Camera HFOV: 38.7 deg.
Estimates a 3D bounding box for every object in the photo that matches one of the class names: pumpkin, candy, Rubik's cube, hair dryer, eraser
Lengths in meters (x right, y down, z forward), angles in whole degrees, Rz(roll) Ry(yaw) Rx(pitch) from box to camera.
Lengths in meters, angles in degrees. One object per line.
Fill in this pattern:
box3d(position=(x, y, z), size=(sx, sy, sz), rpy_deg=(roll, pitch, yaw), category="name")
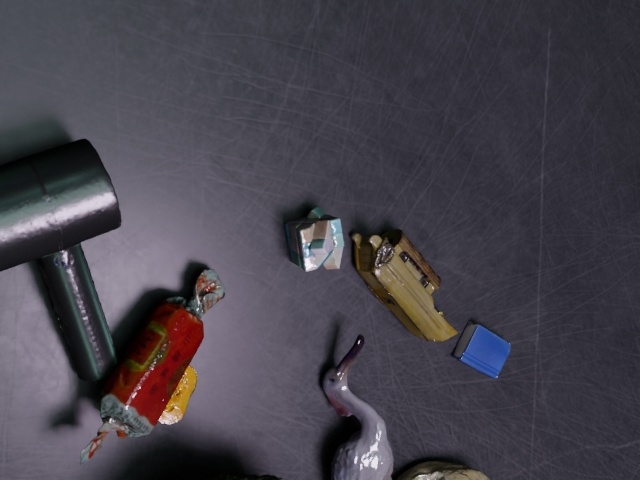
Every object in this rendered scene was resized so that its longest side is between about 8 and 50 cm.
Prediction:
box3d(position=(-0.193, 0.199, 1.190), size=(0.050, 0.028, 0.083), rpy_deg=(39, 72, -27), category="pumpkin")
box3d(position=(-0.207, 0.156, 1.136), size=(0.292, 0.059, 0.086), rpy_deg=(-60, 148, -19), category="candy")
box3d(position=(-0.001, 0.001, 1.233), size=(0.073, 0.084, 0.075), rpy_deg=(-15, 122, -22), category="Rubik's cube")
box3d(position=(-0.338, 0.060, 1.051), size=(0.244, 0.116, 0.302), rpy_deg=(-23, 116, -21), category="hair dryer")
box3d(position=(0.255, 0.173, 1.435), size=(0.085, 0.027, 0.063), rpy_deg=(31, 82, -30), category="eraser")

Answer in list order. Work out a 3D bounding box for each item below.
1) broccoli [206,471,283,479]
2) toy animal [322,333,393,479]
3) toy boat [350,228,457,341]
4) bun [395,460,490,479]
box3d(position=(-0.109, 0.431, 1.133), size=(0.298, 0.297, 0.297), rpy_deg=(-26, 132, -32), category="broccoli")
box3d(position=(0.068, 0.313, 1.309), size=(0.324, 0.195, 0.090), rpy_deg=(61, 28, 6), category="toy animal")
box3d(position=(0.129, 0.063, 1.323), size=(0.226, 0.068, 0.088), rpy_deg=(48, 70, -26), category="toy boat")
box3d(position=(0.191, 0.448, 1.397), size=(0.237, 0.116, 0.209), rpy_deg=(19, 89, -31), category="bun")
